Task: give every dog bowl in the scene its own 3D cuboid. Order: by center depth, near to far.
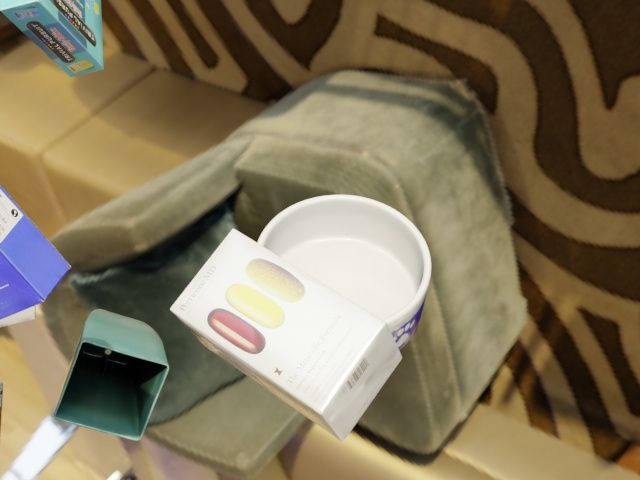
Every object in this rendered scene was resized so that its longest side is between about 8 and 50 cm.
[{"bbox_3d":[0.031,0.060,1.566,0.265,0.265,0.104,32,145,23],"label":"dog bowl"}]

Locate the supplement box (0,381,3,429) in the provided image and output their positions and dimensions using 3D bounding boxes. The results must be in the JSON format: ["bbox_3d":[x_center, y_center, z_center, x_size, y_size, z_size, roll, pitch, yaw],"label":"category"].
[{"bbox_3d":[-0.623,0.347,1.768,0.130,0.073,0.240,13,110,9],"label":"supplement box"}]

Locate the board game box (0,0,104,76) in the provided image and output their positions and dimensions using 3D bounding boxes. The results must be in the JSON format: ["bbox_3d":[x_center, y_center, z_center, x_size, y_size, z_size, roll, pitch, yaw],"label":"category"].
[{"bbox_3d":[-0.499,-0.515,1.918,0.079,0.336,0.254,-11,159,12],"label":"board game box"}]

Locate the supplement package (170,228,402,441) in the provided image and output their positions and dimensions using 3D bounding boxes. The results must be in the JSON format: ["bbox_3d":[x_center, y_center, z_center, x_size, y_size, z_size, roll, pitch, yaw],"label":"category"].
[{"bbox_3d":[-0.042,0.118,1.293,0.244,0.139,0.134,30,165,24],"label":"supplement package"}]

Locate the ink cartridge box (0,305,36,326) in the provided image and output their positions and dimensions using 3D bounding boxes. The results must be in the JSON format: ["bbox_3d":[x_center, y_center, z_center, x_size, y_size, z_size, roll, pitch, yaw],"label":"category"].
[{"bbox_3d":[-0.612,0.088,1.774,0.148,0.203,0.086,39,130,41],"label":"ink cartridge box"}]

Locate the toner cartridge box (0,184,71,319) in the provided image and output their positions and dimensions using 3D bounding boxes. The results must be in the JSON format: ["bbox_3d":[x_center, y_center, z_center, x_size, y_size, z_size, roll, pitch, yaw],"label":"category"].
[{"bbox_3d":[-0.514,0.046,1.387,0.347,0.075,0.165,-20,116,33],"label":"toner cartridge box"}]

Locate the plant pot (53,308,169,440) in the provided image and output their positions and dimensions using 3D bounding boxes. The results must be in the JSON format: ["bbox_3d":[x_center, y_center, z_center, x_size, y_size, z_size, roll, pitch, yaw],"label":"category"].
[{"bbox_3d":[-0.397,0.236,1.969,0.165,0.166,0.234,19,-165,-16],"label":"plant pot"}]
